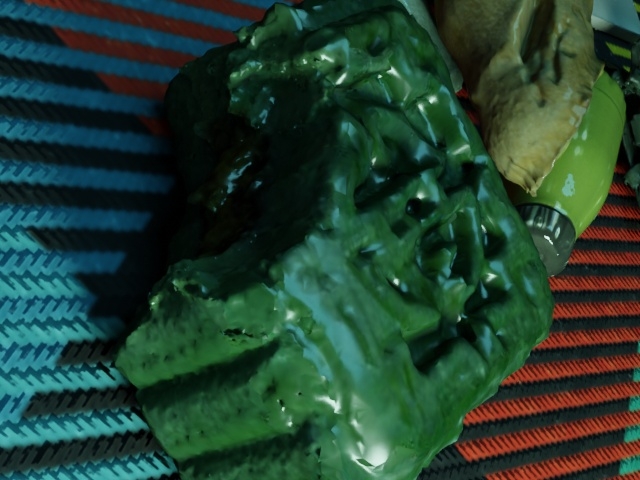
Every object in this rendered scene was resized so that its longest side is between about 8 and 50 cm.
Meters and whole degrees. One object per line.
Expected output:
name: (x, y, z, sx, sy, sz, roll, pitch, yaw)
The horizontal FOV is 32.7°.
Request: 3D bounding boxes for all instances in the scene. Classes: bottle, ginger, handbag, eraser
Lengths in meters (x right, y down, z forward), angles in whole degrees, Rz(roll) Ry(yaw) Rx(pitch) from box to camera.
bottle: (0.230, -0.068, 1.071, 0.112, 0.112, 0.260, 47, 42, -20)
ginger: (0.186, -0.200, 1.001, 0.190, 0.126, 0.354, 1, 62, -9)
handbag: (0.459, -0.100, 1.373, 0.260, 0.079, 0.247, 19, 56, -41)
eraser: (0.369, -0.321, 1.433, 0.150, 0.023, 0.104, 5, 66, -46)

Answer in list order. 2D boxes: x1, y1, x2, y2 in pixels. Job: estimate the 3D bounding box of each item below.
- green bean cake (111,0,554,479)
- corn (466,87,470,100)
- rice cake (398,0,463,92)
green bean cake: (0.000, 0.000, 0.733, 0.308, 0.169, 0.300, -34, 96, -50)
corn: (0.200, -0.260, 1.156, 0.098, 0.098, 0.290, 36, 50, -30)
rice cake: (0.066, -0.246, 1.039, 0.045, 0.042, 0.245, -34, 97, -49)
